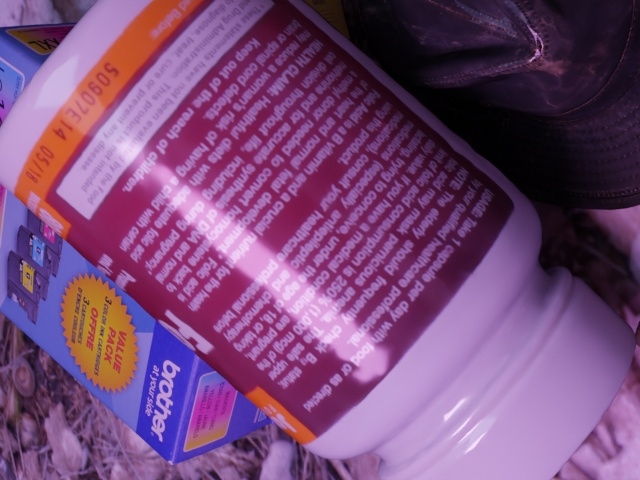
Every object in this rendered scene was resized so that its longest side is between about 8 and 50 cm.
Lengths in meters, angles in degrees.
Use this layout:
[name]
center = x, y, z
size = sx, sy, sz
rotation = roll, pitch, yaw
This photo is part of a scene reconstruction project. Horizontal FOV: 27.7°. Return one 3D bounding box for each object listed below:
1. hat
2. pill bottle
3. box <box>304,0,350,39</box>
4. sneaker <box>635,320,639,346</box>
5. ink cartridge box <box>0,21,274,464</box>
[hat]
center = 0.118, -0.165, 0.856
size = 0.331, 0.134, 0.331
rotation = 14, 110, 41
[pill bottle]
center = 0.000, 0.000, 0.861
size = 0.392, 0.224, 0.224
rotation = 41, 131, -2
[box]
center = -0.047, -0.248, 1.041
size = 0.087, 0.058, 0.232
rotation = -12, 94, 45
[sneaker]
center = 0.265, 0.003, 0.825
size = 0.071, 0.066, 0.188
rotation = 26, 126, 17
[ink cartridge box]
center = -0.139, 0.003, 1.145
size = 0.395, 0.151, 0.270
rotation = 33, 123, 31
